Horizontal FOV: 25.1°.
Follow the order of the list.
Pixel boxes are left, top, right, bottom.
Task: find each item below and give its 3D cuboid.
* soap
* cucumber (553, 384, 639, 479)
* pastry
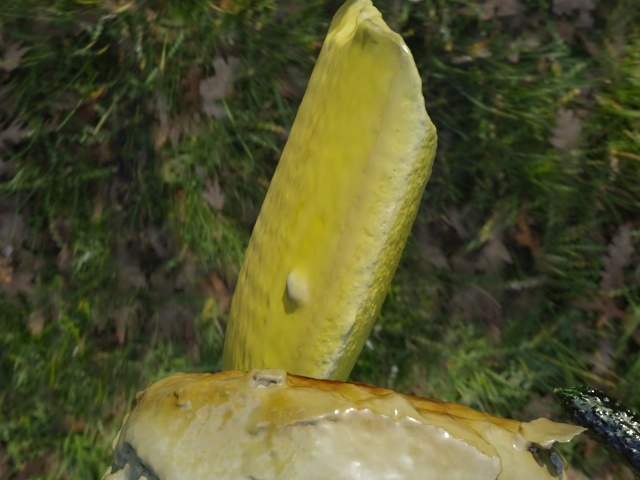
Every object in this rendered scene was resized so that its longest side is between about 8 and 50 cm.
[{"bbox_3d":[0.003,0.000,1.299,0.115,0.306,0.427,16,108,-17],"label":"soap"},{"bbox_3d":[0.419,0.274,1.834,0.300,0.072,0.072,41,95,25],"label":"cucumber"},{"bbox_3d":[0.006,0.163,0.970,0.330,0.329,0.136,13,80,-8],"label":"pastry"}]
